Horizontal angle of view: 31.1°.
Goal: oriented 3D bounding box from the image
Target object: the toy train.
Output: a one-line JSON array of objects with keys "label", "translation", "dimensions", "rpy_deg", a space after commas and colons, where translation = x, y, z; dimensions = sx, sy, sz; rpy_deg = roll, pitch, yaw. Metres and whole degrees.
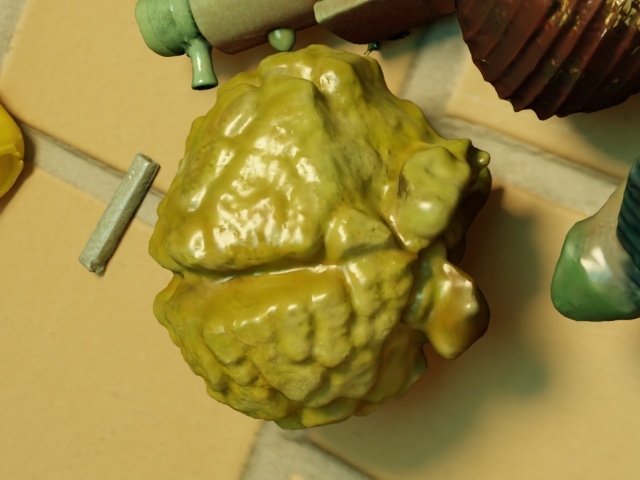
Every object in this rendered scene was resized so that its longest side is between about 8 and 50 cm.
[{"label": "toy train", "translation": [-0.042, -0.252, 0.930], "dimensions": [0.304, 0.150, 0.221], "rpy_deg": [-14, 82, 28]}]

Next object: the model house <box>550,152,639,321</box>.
[{"label": "model house", "translation": [0.291, 0.044, 0.629], "dimensions": [0.284, 0.243, 0.298], "rpy_deg": [-49, 57, 26]}]

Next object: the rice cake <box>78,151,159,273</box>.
[{"label": "rice cake", "translation": [-0.186, -0.025, 1.055], "dimensions": [0.022, 0.022, 0.121], "rpy_deg": [37, 101, 35]}]

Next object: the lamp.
[{"label": "lamp", "translation": [0.184, -0.190, 0.734], "dimensions": [0.247, 0.247, 0.246], "rpy_deg": [-5, 80, 32]}]

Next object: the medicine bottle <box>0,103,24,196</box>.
[{"label": "medicine bottle", "translation": [-0.406, -0.158, 1.179], "dimensions": [0.111, 0.076, 0.309], "rpy_deg": [-49, 62, 14]}]

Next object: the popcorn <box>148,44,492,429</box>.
[{"label": "popcorn", "translation": [0.000, 0.000, 0.821], "dimensions": [0.258, 0.224, 0.270], "rpy_deg": [-44, 56, 11]}]
